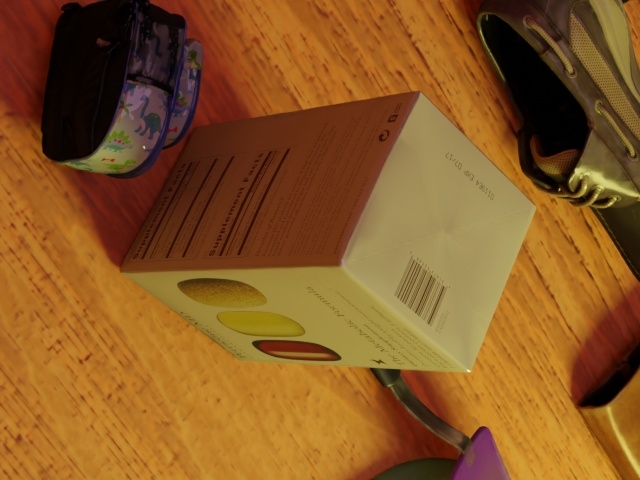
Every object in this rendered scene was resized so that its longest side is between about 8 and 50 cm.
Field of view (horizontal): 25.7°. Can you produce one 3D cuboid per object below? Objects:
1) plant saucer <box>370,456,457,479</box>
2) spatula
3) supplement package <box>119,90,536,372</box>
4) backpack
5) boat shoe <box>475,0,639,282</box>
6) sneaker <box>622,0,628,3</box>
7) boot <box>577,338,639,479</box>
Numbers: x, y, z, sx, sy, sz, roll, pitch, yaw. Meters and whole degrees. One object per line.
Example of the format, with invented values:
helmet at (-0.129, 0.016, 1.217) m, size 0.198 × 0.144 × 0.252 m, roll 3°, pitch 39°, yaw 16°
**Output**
plant saucer at (0.101, 0.345, 1.189) m, size 0.318 × 0.044 × 0.317 m, roll 2°, pitch 87°, yaw -41°
spatula at (0.079, 0.132, 1.159) m, size 0.296 × 0.030 × 0.084 m, roll 53°, pitch 43°, yaw -12°
supplement package at (0.000, 0.000, 0.976) m, size 0.139 × 0.244 × 0.133 m, roll 40°, pitch 63°, yaw -32°
backpack at (-0.135, -0.100, 0.956) m, size 0.084 × 0.105 × 0.114 m, roll 18°, pitch 79°, yaw -38°
boat shoe at (0.239, -0.090, 1.280) m, size 0.130 × 0.132 × 0.355 m, roll -36°, pitch 103°, yaw -25°
sneaker at (0.284, -0.272, 1.358) m, size 0.188 × 0.067 × 0.078 m, roll -49°, pitch 140°, yaw -32°
boot at (0.393, 0.203, 1.436) m, size 0.264 × 0.096 × 0.280 m, roll -35°, pitch 104°, yaw -28°
